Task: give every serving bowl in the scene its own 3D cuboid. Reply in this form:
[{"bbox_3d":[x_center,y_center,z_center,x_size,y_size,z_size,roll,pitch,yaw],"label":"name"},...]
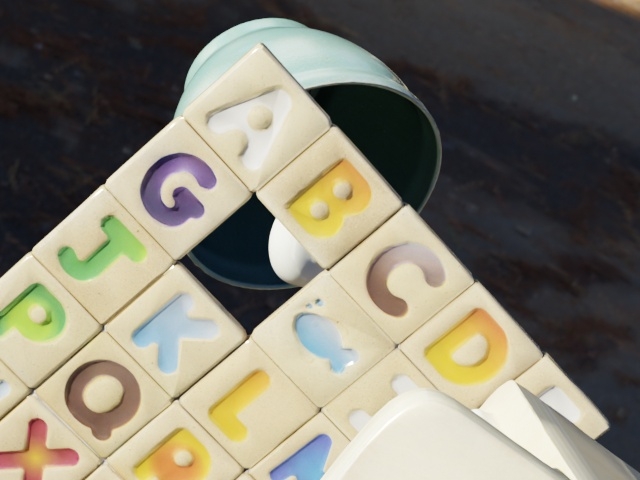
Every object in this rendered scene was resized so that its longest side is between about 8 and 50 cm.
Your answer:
[{"bbox_3d":[0.000,0.000,1.061,0.083,0.083,0.027,-5,21,-43],"label":"serving bowl"}]

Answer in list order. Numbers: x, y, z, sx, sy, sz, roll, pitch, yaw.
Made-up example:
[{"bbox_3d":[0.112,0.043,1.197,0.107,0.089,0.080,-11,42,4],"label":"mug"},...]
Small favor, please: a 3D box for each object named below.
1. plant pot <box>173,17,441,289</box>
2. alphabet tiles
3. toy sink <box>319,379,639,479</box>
[{"bbox_3d":[-0.040,-0.118,1.472,0.293,0.293,0.196,6,42,-32],"label":"plant pot"},{"bbox_3d":[-0.015,0.077,0.524,0.237,0.198,0.009,47,14,-10],"label":"alphabet tiles"},{"bbox_3d":[0.070,0.151,0.464,0.234,0.153,0.131,35,8,-10],"label":"toy sink"}]
